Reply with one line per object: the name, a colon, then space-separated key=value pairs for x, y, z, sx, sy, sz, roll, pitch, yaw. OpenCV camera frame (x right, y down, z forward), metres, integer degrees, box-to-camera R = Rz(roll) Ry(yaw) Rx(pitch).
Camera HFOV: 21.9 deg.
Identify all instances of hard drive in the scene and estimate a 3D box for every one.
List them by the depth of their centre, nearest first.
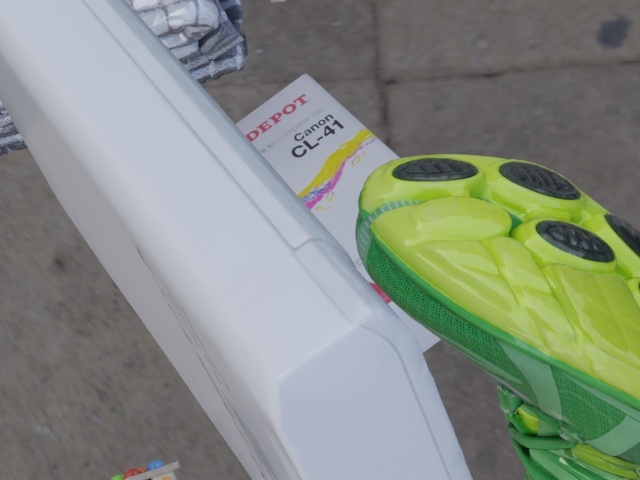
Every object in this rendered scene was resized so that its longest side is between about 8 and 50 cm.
hard drive: x=-0.042 y=0.004 z=0.523 sx=0.040 sy=0.307 sz=0.203 roll=-32 pitch=135 yaw=-9

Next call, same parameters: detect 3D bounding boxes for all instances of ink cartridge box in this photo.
ink cartridge box: x=0.000 y=0.000 z=1.724 sx=0.226 sy=0.306 sz=0.131 roll=-37 pitch=144 yaw=-11

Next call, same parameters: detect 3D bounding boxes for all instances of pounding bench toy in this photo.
pounding bench toy: x=-0.147 y=0.218 z=1.332 sx=0.052 sy=0.083 sz=0.065 roll=-13 pitch=78 yaw=-40

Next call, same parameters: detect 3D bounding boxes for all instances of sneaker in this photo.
sneaker: x=0.119 y=0.073 z=0.680 sx=0.295 sy=0.109 sz=0.123 roll=35 pitch=119 yaw=-28

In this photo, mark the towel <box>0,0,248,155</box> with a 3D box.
towel: x=-0.193 y=-0.171 z=0.970 sx=0.284 sy=0.121 sz=0.235 roll=-17 pitch=72 yaw=9
